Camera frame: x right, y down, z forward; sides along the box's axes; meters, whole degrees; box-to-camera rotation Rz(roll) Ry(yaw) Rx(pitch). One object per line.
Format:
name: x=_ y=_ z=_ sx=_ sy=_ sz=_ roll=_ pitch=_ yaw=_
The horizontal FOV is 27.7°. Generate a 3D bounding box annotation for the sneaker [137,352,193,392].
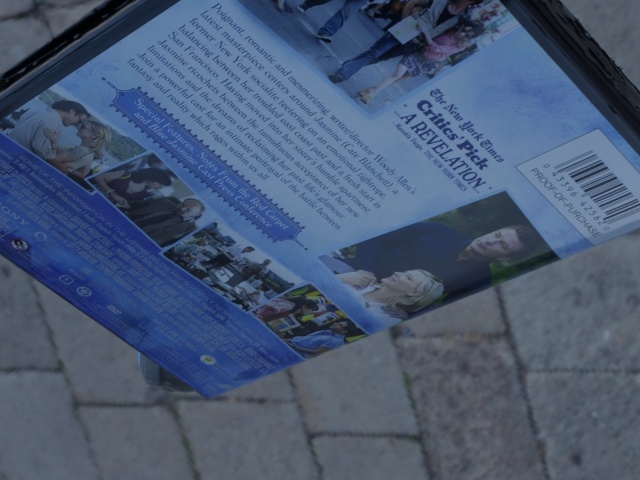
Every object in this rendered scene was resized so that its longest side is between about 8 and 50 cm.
sneaker: x=0.000 y=0.000 z=0.871 sx=0.139 sy=0.125 sz=0.341 roll=37 pitch=116 yaw=-5

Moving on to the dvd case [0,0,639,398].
dvd case: x=-0.016 y=-0.026 z=0.479 sx=0.253 sy=0.022 sz=0.180 roll=-25 pitch=129 yaw=36
